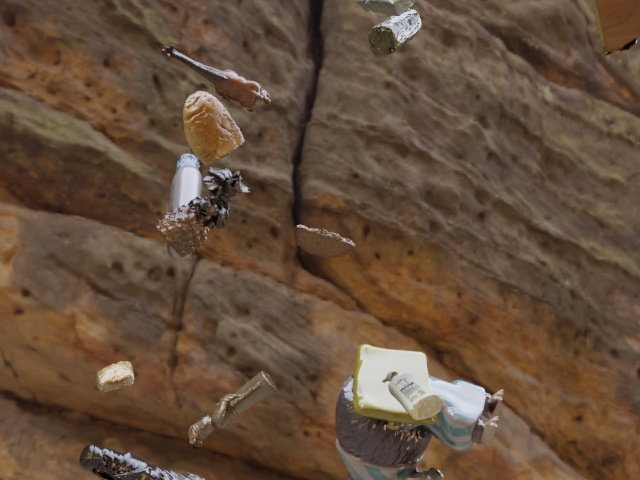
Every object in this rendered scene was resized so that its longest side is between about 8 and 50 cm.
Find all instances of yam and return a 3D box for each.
[{"bbox_3d":[0.178,-0.492,1.602,0.078,0.179,0.078,16,-54,24],"label":"yam"}]

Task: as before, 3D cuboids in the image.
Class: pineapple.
[{"bbox_3d":[-0.268,-0.073,1.570,0.111,0.237,0.119,47,-1,45],"label":"pineapple"}]

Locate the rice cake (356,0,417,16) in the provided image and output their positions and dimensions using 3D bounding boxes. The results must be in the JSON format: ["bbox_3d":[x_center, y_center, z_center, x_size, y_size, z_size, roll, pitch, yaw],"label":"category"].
[{"bbox_3d":[0.148,-0.490,1.329,0.043,0.127,0.237,52,1,-23],"label":"rice cake"}]

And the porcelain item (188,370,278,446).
[{"bbox_3d":[-0.194,0.365,1.463,0.213,0.054,0.084,-36,-31,-2],"label":"porcelain item"}]

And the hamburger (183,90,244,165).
[{"bbox_3d":[-0.333,-0.335,1.998,0.135,0.208,0.155,-9,20,34],"label":"hamburger"}]

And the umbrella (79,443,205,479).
[{"bbox_3d":[-0.406,0.560,1.573,0.357,0.106,0.113,38,-8,-36],"label":"umbrella"}]

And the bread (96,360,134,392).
[{"bbox_3d":[-0.464,0.309,1.534,0.083,0.035,0.070,-14,29,-21],"label":"bread"}]

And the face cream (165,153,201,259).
[{"bbox_3d":[-0.355,-0.110,1.783,0.080,0.337,0.163,9,-51,-15],"label":"face cream"}]

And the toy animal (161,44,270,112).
[{"bbox_3d":[-0.237,-0.373,1.572,0.224,0.066,0.229,23,0,15],"label":"toy animal"}]

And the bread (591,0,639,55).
[{"bbox_3d":[0.493,-0.385,1.065,0.169,0.140,0.160,-4,-34,10],"label":"bread"}]

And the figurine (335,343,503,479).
[{"bbox_3d":[0.206,0.477,1.614,0.361,0.266,0.378,15,-58,14],"label":"figurine"}]

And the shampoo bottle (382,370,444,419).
[{"bbox_3d":[0.128,0.219,0.988,0.049,0.034,0.141,-31,15,-9],"label":"shampoo bottle"}]

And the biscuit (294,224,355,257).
[{"bbox_3d":[0.003,0.009,2.251,0.206,0.025,0.126,19,-41,-10],"label":"biscuit"}]
